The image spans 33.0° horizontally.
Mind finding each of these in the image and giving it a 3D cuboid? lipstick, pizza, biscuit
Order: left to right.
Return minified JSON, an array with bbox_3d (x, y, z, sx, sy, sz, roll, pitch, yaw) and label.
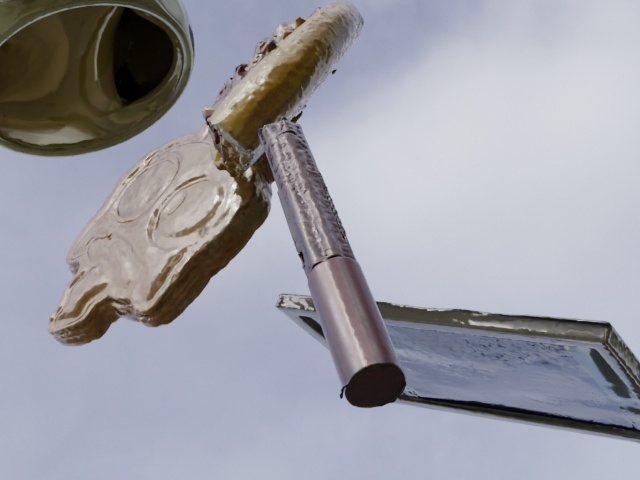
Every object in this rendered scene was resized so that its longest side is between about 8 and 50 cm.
[{"bbox_3d":[-0.179,-0.029,1.248,0.376,0.269,0.051,-49,-54,-10],"label":"biscuit"},{"bbox_3d":[-0.057,-0.147,1.105,0.081,0.229,0.289,38,-134,-3],"label":"pizza"},{"bbox_3d":[0.001,0.000,0.480,0.027,0.176,0.027,-9,-47,-10],"label":"lipstick"}]

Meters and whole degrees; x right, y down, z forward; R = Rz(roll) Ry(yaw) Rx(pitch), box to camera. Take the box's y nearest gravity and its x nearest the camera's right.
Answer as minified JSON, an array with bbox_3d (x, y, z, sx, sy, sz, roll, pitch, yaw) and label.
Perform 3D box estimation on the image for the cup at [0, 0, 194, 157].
[{"bbox_3d":[-0.220,-0.193,0.738,0.173,0.202,0.255,-37,-28,22],"label":"cup"}]

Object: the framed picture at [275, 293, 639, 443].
[{"bbox_3d":[0.127,0.100,0.839,0.209,0.281,0.019,42,-120,-43],"label":"framed picture"}]
